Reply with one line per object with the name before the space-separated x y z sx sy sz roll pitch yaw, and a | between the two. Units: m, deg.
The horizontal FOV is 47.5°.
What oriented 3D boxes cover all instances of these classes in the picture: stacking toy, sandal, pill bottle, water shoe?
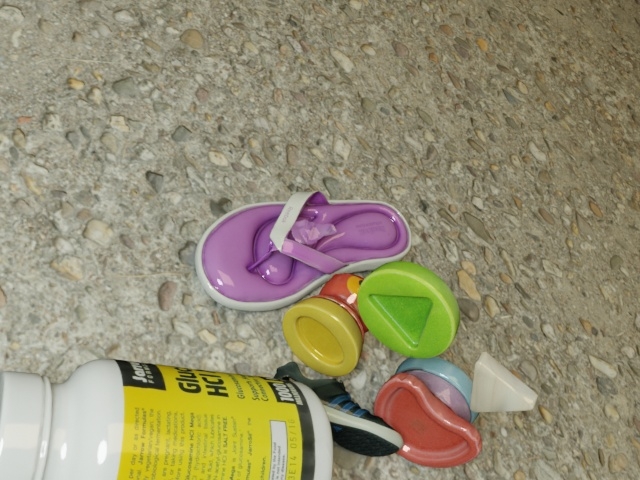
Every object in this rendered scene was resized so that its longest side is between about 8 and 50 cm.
stacking toy | 0.135 0.138 0.983 0.309 0.279 0.130 47 45 -2
sandal | -0.008 -0.013 1.117 0.416 0.102 0.169 -16 68 -41
pill bottle | -0.169 0.225 0.761 0.333 0.188 0.188 13 51 -28
water shoe | 0.028 0.225 0.983 0.203 0.073 0.080 26 47 -16
